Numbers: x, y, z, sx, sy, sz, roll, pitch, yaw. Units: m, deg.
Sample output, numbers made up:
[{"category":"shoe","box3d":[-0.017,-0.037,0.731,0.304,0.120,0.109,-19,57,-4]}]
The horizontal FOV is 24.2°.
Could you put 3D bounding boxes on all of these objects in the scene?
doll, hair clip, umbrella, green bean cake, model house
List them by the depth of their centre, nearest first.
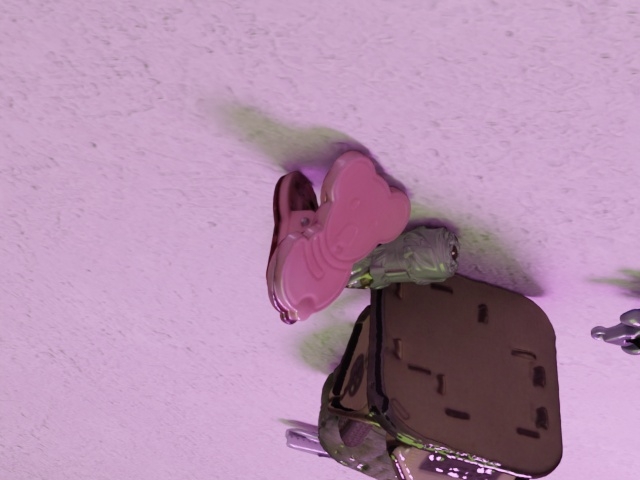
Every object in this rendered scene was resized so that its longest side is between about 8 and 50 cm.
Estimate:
[{"category":"hair clip","box3d":[0.010,-0.001,1.301,0.102,0.138,0.123,-9,143,27]},{"category":"umbrella","box3d":[0.059,0.015,1.405,0.144,0.067,0.062,1,-162,20]},{"category":"doll","box3d":[0.358,0.086,1.432,0.195,0.070,0.096,-4,147,10]},{"category":"model house","box3d":[0.093,0.194,1.508,0.205,0.218,0.278,18,136,-14]},{"category":"green bean cake","box3d":[0.116,0.210,1.754,0.227,0.125,0.222,22,154,-13]}]

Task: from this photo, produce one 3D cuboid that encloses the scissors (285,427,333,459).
[{"category":"scissors","box3d":[0.058,0.301,2.086,0.242,0.030,0.118,17,156,-24]}]
